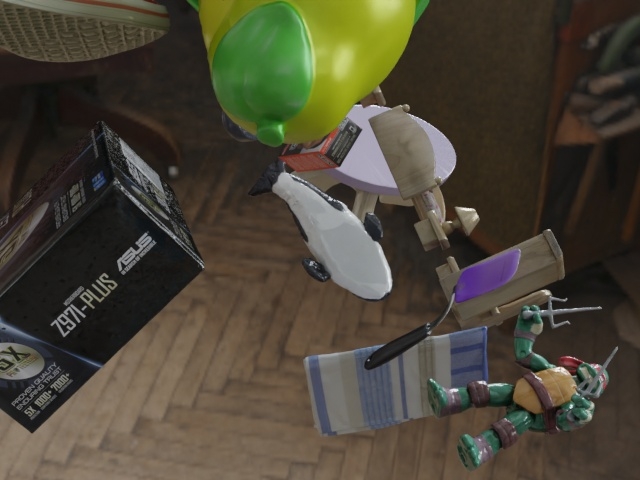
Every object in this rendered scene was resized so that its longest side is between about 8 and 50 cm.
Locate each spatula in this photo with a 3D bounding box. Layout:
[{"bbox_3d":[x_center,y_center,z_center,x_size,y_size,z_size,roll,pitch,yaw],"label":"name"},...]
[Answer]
[{"bbox_3d":[0.160,0.106,1.515,0.030,0.296,0.084,40,34,-11],"label":"spatula"}]

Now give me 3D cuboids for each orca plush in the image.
[{"bbox_3d":[0.000,0.000,1.818,0.287,0.102,0.151,33,70,1],"label":"orca plush"}]

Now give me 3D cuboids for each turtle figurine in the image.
[{"bbox_3d":[0.249,0.169,1.234,0.234,0.118,0.175,-21,34,-12],"label":"turtle figurine"}]

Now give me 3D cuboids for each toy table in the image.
[{"bbox_3d":[0.087,-0.125,1.976,0.274,0.161,0.252,17,55,-11],"label":"toy table"}]

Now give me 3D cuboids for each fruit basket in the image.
[{"bbox_3d":[-0.010,-0.246,0.916,0.283,0.392,0.392,47,50,8],"label":"fruit basket"}]

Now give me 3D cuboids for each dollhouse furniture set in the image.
[{"bbox_3d":[0.213,-0.074,1.639,0.173,0.303,0.356,-24,68,5],"label":"dollhouse furniture set"}]

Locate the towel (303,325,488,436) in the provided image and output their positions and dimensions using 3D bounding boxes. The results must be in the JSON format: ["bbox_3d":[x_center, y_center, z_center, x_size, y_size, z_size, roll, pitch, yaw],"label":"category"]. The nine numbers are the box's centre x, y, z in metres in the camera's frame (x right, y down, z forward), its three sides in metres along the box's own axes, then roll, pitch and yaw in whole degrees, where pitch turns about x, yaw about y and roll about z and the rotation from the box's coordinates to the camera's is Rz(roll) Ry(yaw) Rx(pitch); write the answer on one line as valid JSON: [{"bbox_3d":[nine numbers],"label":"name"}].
[{"bbox_3d":[0.119,0.218,1.690,0.284,0.209,0.034,-11,48,0],"label":"towel"}]

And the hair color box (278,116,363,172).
[{"bbox_3d":[-0.002,-0.143,1.616,0.072,0.043,0.141,-59,24,-15],"label":"hair color box"}]

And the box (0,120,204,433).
[{"bbox_3d":[-0.163,0.014,0.709,0.147,0.077,0.180,-44,22,3],"label":"box"}]

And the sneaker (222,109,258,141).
[{"bbox_3d":[-0.139,-0.255,1.973,0.131,0.112,0.319,-11,24,20],"label":"sneaker"}]

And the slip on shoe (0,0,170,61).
[{"bbox_3d":[-0.241,-0.212,0.867,0.123,0.101,0.331,-13,-11,33],"label":"slip on shoe"}]
